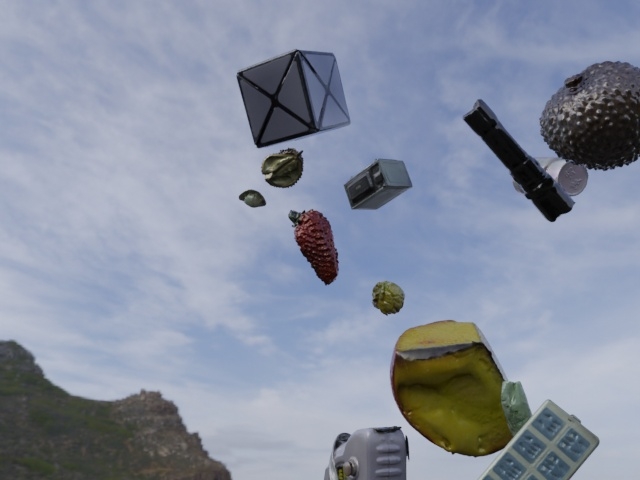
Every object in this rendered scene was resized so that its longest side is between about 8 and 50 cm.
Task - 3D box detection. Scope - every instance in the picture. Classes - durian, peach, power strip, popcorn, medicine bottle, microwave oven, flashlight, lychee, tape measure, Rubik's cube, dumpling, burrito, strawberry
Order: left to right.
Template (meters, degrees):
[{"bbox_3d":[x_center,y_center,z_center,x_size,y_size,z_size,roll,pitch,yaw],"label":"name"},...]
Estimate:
[{"bbox_3d":[-0.193,-0.124,1.560,0.077,0.043,0.059,30,-35,20],"label":"dumpling"},{"bbox_3d":[-0.094,-0.212,1.496,0.140,0.071,0.110,-38,-67,24],"label":"durian"},{"bbox_3d":[-0.082,-0.458,1.756,0.259,0.254,0.260,-10,11,28],"label":"Rubik's cube"},{"bbox_3d":[0.000,0.000,1.807,0.106,0.286,0.188,-33,-11,23],"label":"strawberry"},{"bbox_3d":[0.080,0.469,1.016,0.120,0.236,0.197,9,-19,-28],"label":"tape measure"},{"bbox_3d":[0.211,-0.213,2.041,0.163,0.129,0.205,-1,-23,-42],"label":"microwave oven"},{"bbox_3d":[0.214,0.183,1.762,0.116,0.120,0.106,-28,-48,27],"label":"popcorn"},{"bbox_3d":[0.353,0.386,1.491,0.306,0.242,0.380,-35,-79,6],"label":"peach"},{"bbox_3d":[0.322,0.437,0.928,0.106,0.367,0.043,39,-8,36],"label":"power strip"},{"bbox_3d":[0.404,0.347,1.125,0.044,0.118,0.074,-16,-7,-23],"label":"burrito"},{"bbox_3d":[0.576,-0.236,1.589,0.424,0.103,0.103,49,-39,-3],"label":"flashlight"},{"bbox_3d":[0.826,-0.228,1.970,0.152,0.152,0.254,10,5,-16],"label":"medicine bottle"},{"bbox_3d":[0.722,-0.313,1.411,0.300,0.300,0.300,1,-27,1],"label":"lychee"}]
